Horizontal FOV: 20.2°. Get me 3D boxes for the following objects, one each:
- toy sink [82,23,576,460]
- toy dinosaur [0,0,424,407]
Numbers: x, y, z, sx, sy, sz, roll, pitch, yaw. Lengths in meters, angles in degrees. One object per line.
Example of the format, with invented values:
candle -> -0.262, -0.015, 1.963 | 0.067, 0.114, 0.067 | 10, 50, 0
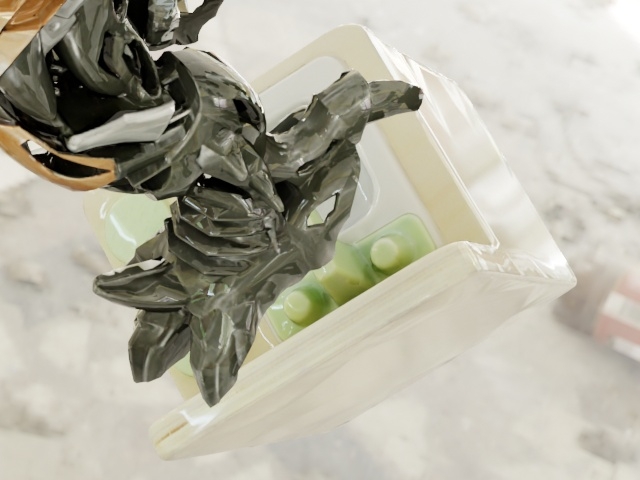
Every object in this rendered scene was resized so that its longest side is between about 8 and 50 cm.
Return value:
toy sink -> 0.000, 0.000, 0.803 | 0.131, 0.153, 0.234 | 60, 15, 11
toy dinosaur -> -0.083, -0.062, 0.473 | 0.218, 0.322, 0.164 | 34, 48, -56
